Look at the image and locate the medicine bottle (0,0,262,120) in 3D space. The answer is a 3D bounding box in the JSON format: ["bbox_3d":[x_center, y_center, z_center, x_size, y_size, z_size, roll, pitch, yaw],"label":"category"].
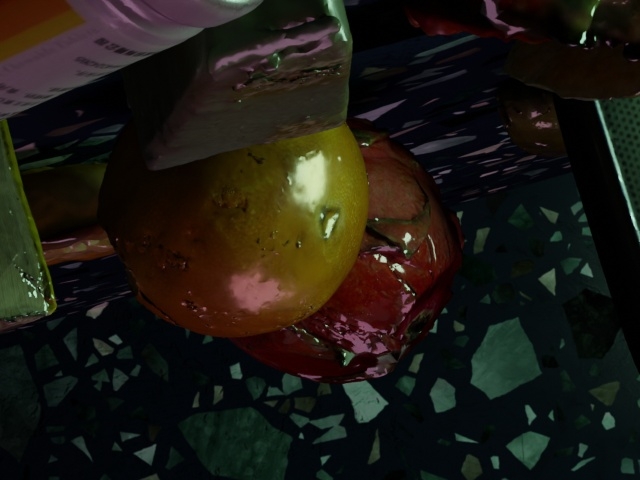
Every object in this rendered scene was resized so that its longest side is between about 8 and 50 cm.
[{"bbox_3d":[-0.152,-0.121,0.683,0.249,0.133,0.133,-17,175,29],"label":"medicine bottle"}]

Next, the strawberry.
[{"bbox_3d":[0.147,-0.197,0.989,0.233,0.138,0.306,4,-163,-14],"label":"strawberry"}]

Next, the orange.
[{"bbox_3d":[-0.074,-0.034,1.332,0.240,0.240,0.240,-15,175,-1],"label":"orange"}]

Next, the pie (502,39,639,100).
[{"bbox_3d":[0.274,-0.181,1.144,0.274,0.105,0.257,-7,-145,45],"label":"pie"}]

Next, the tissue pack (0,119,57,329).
[{"bbox_3d":[-0.344,0.003,1.113,0.271,0.192,0.134,-17,174,22],"label":"tissue pack"}]

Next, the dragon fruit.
[{"bbox_3d":[0.000,0.000,1.618,0.295,0.301,0.295,-43,154,-27],"label":"dragon fruit"}]

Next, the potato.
[{"bbox_3d":[0.285,-0.156,1.921,0.117,0.090,0.225,-11,170,21],"label":"potato"}]

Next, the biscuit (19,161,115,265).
[{"bbox_3d":[-0.315,-0.014,1.566,0.296,0.102,0.296,-16,179,0],"label":"biscuit"}]

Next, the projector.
[{"bbox_3d":[0.406,-0.052,1.625,0.242,0.405,0.395,-17,174,8],"label":"projector"}]

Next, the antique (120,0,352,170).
[{"bbox_3d":[-0.045,-0.135,0.890,0.150,0.125,0.284,-15,175,-8],"label":"antique"}]
